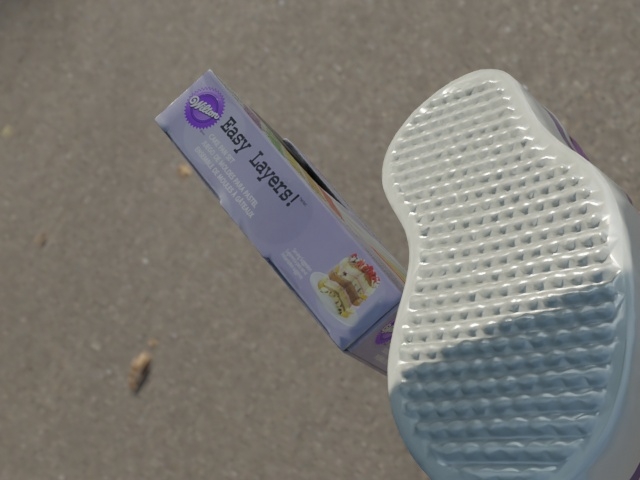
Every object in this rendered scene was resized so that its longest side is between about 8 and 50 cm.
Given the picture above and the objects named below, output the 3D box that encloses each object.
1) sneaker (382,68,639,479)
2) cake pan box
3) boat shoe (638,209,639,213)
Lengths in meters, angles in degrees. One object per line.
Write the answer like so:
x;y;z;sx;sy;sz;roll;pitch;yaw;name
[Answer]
0.110;0.044;0.546;0.102;0.161;0.282;-34;22;19;sneaker
0.000;0.000;1.130;0.070;0.246;0.267;-42;65;3;cake pan box
0.260;0.029;1.216;0.207;0.073;0.073;-36;-20;-27;boat shoe
